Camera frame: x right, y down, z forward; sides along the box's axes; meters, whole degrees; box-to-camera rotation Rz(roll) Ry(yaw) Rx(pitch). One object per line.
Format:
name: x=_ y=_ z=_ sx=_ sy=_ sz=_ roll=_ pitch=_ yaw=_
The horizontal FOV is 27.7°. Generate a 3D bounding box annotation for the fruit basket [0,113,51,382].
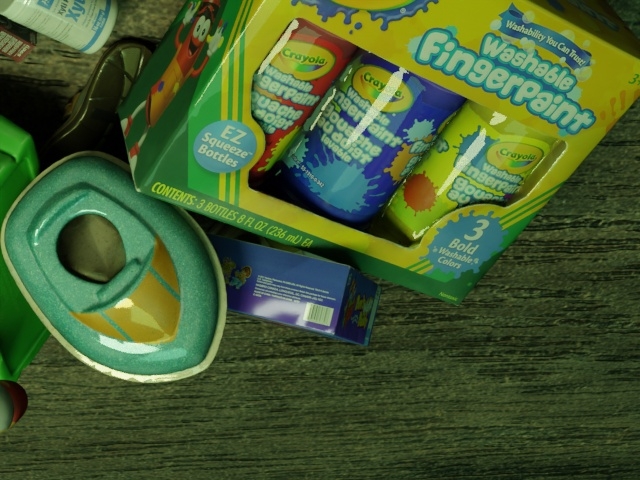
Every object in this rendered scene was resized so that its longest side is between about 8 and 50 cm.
fruit basket: x=-0.501 y=-0.005 z=1.470 sx=0.392 sy=0.283 sz=0.392 roll=19 pitch=144 yaw=15

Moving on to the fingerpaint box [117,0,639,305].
fingerpaint box: x=0.072 y=-0.159 z=1.395 sx=0.445 sy=0.163 sz=0.371 roll=21 pitch=121 yaw=-32

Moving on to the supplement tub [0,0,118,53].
supplement tub: x=-0.271 y=-0.244 z=1.345 sx=0.107 sy=0.071 sz=0.071 roll=21 pitch=132 yaw=-34

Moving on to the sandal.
sandal: x=-0.261 y=-0.145 z=1.486 sx=0.090 sy=0.060 sz=0.219 roll=13 pitch=122 yaw=-34

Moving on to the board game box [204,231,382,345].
board game box: x=-0.119 y=0.042 z=1.526 sx=0.347 sy=0.078 sz=0.233 roll=13 pitch=175 yaw=12

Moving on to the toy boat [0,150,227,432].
toy boat: x=-0.252 y=0.081 z=1.338 sx=0.318 sy=0.267 sz=0.148 roll=-48 pitch=177 yaw=-1

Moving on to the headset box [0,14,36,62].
headset box: x=-0.332 y=-0.229 z=1.356 sx=0.083 sy=0.062 sz=0.032 roll=28 pitch=129 yaw=-36

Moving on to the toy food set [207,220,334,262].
toy food set: x=0.000 y=0.000 z=1.681 sx=0.219 sy=0.092 sz=0.306 roll=20 pitch=133 yaw=-31
